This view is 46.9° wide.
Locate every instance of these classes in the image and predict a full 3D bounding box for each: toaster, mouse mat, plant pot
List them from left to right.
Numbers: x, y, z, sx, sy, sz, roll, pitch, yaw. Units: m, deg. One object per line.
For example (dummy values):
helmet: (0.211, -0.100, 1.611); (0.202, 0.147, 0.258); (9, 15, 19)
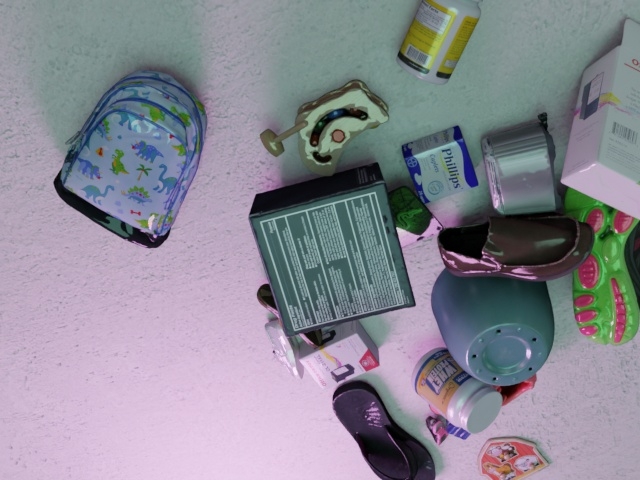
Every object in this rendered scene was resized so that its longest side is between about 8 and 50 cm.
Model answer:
mouse mat: (0.173, -0.045, 1.715); (0.189, 0.007, 0.152); (-24, 120, 42)
plant pot: (0.423, 0.203, 1.764); (0.292, 0.235, 0.293); (0, 121, 0)
toaster: (0.437, -0.158, 1.616); (0.146, 0.129, 0.227); (-12, 121, 11)

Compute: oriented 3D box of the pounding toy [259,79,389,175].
pounding toy: (0.019, -0.217, 1.573); (0.269, 0.155, 0.154); (-24, 112, 15)

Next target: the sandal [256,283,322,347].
sandal: (-0.082, 0.193, 1.859); (0.219, 0.090, 0.060); (37, 131, -20)

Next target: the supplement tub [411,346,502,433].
supplement tub: (0.339, 0.374, 1.846); (0.144, 0.199, 0.144); (-19, 125, -29)

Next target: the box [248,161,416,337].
box: (0.026, 0.017, 1.619); (0.293, 0.183, 0.296); (-14, 109, 4)

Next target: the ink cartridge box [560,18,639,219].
ink cartridge box: (0.635, -0.247, 1.500); (0.207, 0.354, 0.119); (24, 159, -12)

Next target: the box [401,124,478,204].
box: (0.266, -0.167, 1.645); (0.137, 0.072, 0.126); (-19, 119, 11)

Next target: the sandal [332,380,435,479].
sandal: (0.173, 0.581, 2.064); (0.167, 0.107, 0.446); (-30, 115, 18)

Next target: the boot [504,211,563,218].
boot: (0.512, -0.021, 1.738); (0.157, 0.059, 0.085); (-1, 124, 12)

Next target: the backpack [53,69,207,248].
backpack: (-0.386, -0.183, 1.571); (0.290, 0.273, 0.356); (33, 104, -9)

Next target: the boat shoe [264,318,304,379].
boat shoe: (-0.096, 0.287, 1.926); (0.063, 0.066, 0.184); (-11, 121, 20)

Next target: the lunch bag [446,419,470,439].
lunch bag: (0.386, 0.497, 2.033); (0.065, 0.067, 0.098); (26, 119, -13)

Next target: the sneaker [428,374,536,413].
sneaker: (0.420, 0.386, 1.928); (0.313, 0.136, 0.116); (-31, 114, 18)

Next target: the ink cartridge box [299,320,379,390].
ink cartridge box: (0.048, 0.298, 1.921); (0.175, 0.072, 0.127); (-27, 117, 16)

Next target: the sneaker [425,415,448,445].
sneaker: (0.322, 0.530, 2.072); (0.047, 0.057, 0.119); (-43, 139, -21)

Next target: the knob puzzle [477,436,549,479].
knob puzzle: (0.542, 0.640, 2.135); (0.213, 0.030, 0.213); (1, 120, 1)

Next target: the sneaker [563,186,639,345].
sneaker: (0.655, -0.008, 1.685); (0.185, 0.202, 0.483); (7, 107, 25)

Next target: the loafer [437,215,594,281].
loafer: (0.412, 0.014, 1.627); (0.365, 0.134, 0.130); (-10, 149, 38)

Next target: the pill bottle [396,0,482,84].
pill bottle: (0.244, -0.428, 1.466); (0.119, 0.119, 0.209); (20, 119, -10)
